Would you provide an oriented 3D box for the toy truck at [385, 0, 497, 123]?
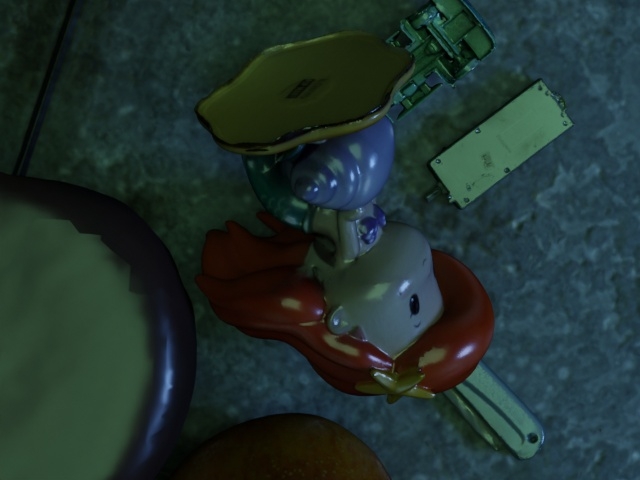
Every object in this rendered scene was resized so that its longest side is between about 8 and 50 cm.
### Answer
[{"bbox_3d":[0.056,-0.124,1.222,0.175,0.081,0.067,-39,94,16],"label":"toy truck"}]

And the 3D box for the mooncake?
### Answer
[{"bbox_3d":[-0.264,0.102,1.142,0.333,0.174,0.326,17,87,-2],"label":"mooncake"}]

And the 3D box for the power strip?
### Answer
[{"bbox_3d":[0.137,-0.073,1.247,0.136,0.019,0.051,-38,96,-3],"label":"power strip"}]

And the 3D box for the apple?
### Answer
[{"bbox_3d":[-0.035,0.247,1.164,0.210,0.173,0.235,2,90,-5],"label":"apple"}]

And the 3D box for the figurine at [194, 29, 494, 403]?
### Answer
[{"bbox_3d":[0.006,-0.005,1.149,0.208,0.181,0.257,-16,118,-4],"label":"figurine"}]

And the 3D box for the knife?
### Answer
[{"bbox_3d":[0.116,0.113,1.248,0.044,0.023,0.162,-45,95,2],"label":"knife"}]
